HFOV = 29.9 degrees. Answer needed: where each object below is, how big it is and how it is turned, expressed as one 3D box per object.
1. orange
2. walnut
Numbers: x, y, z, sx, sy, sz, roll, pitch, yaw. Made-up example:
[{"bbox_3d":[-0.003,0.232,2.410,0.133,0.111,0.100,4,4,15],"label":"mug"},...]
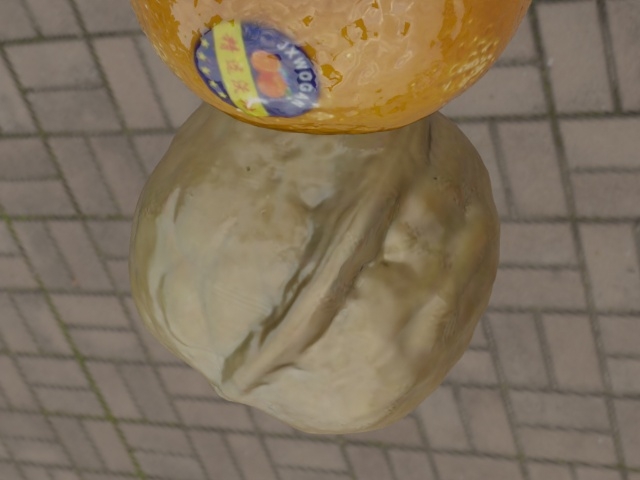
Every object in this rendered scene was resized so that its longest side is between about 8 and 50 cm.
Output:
[{"bbox_3d":[0.005,-0.154,0.626,0.219,0.219,0.193,8,151,21],"label":"orange"},{"bbox_3d":[0.000,0.000,1.193,0.381,0.381,0.381,14,134,15],"label":"walnut"}]
